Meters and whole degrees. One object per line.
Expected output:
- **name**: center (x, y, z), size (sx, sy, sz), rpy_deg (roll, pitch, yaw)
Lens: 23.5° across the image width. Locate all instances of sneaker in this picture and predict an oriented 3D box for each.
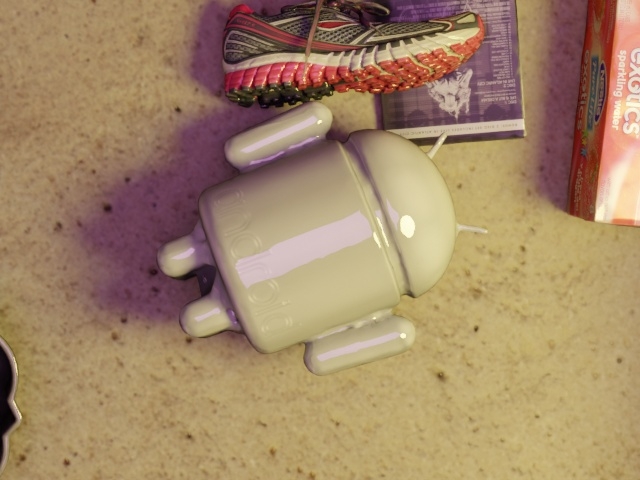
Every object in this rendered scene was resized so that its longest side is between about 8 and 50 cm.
- **sneaker**: center (0.034, -0.227, 1.727), size (0.299, 0.121, 0.112), rpy_deg (-6, 80, 5)

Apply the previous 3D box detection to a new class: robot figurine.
- **robot figurine**: center (0.000, 0.000, 1.714), size (0.353, 0.200, 0.300), rpy_deg (-22, 89, -1)

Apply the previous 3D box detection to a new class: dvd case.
- **dvd case**: center (0.147, -0.221, 1.777), size (0.165, 0.018, 0.221), rpy_deg (-4, 96, 10)

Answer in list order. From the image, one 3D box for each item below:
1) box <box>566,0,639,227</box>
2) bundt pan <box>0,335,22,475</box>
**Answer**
- **box**: center (0.382, -0.164, 1.750), size (0.154, 0.142, 0.300), rpy_deg (6, 94, -4)
- **bundt pan**: center (-0.494, 0.170, 1.740), size (0.331, 0.124, 0.330), rpy_deg (0, 95, -2)
